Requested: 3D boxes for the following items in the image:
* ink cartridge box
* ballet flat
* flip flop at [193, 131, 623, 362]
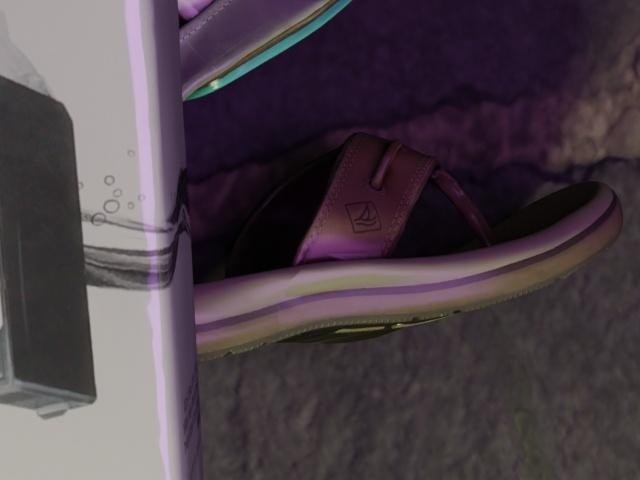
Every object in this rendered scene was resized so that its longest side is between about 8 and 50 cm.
[{"bbox_3d":[-0.142,-0.020,0.617,0.197,0.114,0.273,-3,98,0],"label":"ink cartridge box"},{"bbox_3d":[-0.071,-0.068,0.729,0.213,0.072,0.068,-40,109,-22],"label":"ballet flat"},{"bbox_3d":[0.000,0.000,0.769,0.277,0.112,0.080,-9,85,-26],"label":"flip flop"}]
